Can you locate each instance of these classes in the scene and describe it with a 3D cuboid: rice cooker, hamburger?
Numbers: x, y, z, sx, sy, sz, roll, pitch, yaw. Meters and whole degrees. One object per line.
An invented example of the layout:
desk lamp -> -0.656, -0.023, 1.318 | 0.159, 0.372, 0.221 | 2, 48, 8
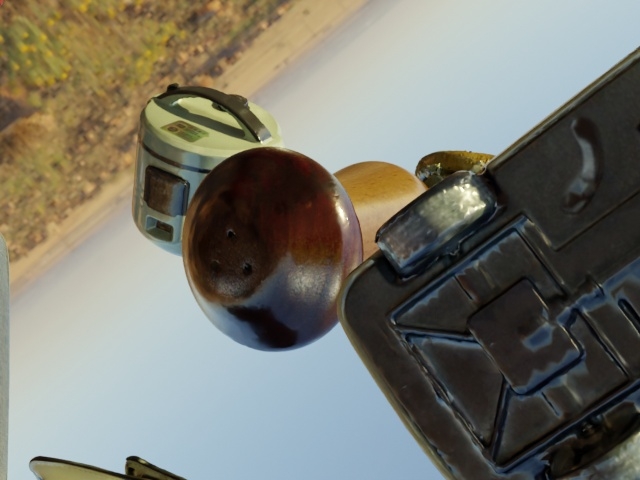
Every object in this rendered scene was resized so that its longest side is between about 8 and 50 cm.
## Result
rice cooker -> -0.170, -0.105, 1.435 | 0.226, 0.226, 0.244 | -52, 159, -59
hamburger -> 0.171, -0.026, 1.148 | 0.177, 0.185, 0.113 | -21, -135, 65

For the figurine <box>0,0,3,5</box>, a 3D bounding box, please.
figurine -> -0.407, -0.283, 0.834 | 0.226, 0.183, 0.160 | -49, 159, -64

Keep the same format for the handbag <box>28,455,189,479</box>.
handbag -> -0.160, 0.382, 0.934 | 0.236, 0.359, 0.160 | 7, -139, 21

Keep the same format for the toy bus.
toy bus -> 0.199, -0.018, 0.505 | 0.365, 0.177, 0.202 | -37, 173, 16

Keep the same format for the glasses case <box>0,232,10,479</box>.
glasses case -> -0.324, 0.125, 0.785 | 0.131, 0.323, 0.074 | -16, 147, 8

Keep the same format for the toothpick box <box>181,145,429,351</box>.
toothpick box -> 0.000, 0.000, 0.963 | 0.192, 0.192, 0.294 | -35, 166, 32
